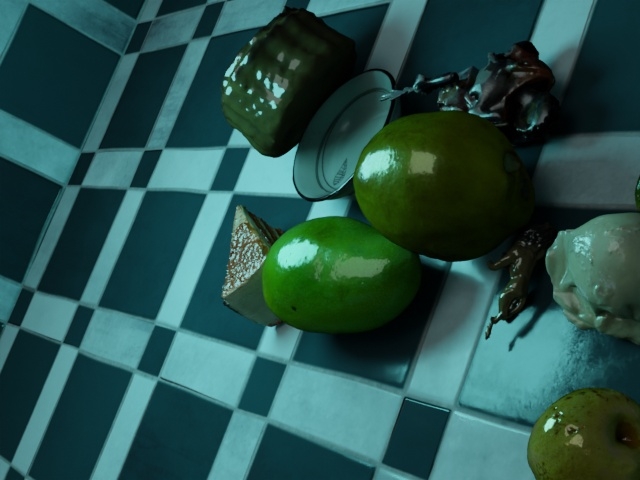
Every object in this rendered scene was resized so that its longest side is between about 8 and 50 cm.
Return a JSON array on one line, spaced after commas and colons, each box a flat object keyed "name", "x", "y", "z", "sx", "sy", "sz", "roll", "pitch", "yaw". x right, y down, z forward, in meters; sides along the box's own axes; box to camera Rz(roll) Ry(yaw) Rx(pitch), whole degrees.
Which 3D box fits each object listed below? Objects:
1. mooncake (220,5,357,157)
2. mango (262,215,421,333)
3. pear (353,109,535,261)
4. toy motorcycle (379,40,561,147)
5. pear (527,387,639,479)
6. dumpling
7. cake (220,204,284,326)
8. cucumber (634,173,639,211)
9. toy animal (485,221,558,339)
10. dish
[{"name": "mooncake", "x": -0.077, "y": -0.349, "z": 2.258, "sx": 0.324, "sy": 0.187, "sz": 0.324, "roll": -51, "pitch": -7, "yaw": -8}, {"name": "mango", "x": 0.042, "y": 0.061, "z": 1.927, "sx": 0.382, "sy": 0.201, "sz": 0.225, "roll": -8, "pitch": 54, "yaw": 48}, {"name": "pear", "x": 0.208, "y": -0.092, "z": 1.751, "sx": 0.321, "sy": 0.269, "sz": 0.269, "roll": 12, "pitch": 76, "yaw": 32}, {"name": "toy motorcycle", "x": 0.280, "y": -0.260, "z": 1.895, "sx": 0.401, "sy": 0.134, "sz": 0.207, "roll": -7, "pitch": 61, "yaw": 50}, {"name": "pear", "x": 0.361, "y": 0.285, "z": 1.384, "sx": 0.178, "sy": 0.178, "sz": 0.178, "roll": -33, "pitch": 43, "yaw": 37}, {"name": "dumpling", "x": 0.435, "y": 0.056, "z": 1.466, "sx": 0.258, "sy": 0.147, "sz": 0.193, "roll": -9, "pitch": 91, "yaw": 45}, {"name": "cake", "x": -0.100, "y": 0.025, "z": 2.187, "sx": 0.160, "sy": 0.158, "sz": 0.262, "roll": -27, "pitch": 46, "yaw": 36}, {"name": "cucumber", "x": 0.512, "y": -0.123, "z": 1.566, "sx": 0.039, "sy": 0.039, "sz": 0.167, "roll": 13, "pitch": 80, "yaw": 56}, {"name": "toy animal", "x": 0.309, "y": 0.059, "z": 1.683, "sx": 0.086, "sy": 0.069, "sz": 0.219, "roll": 24, "pitch": 88, "yaw": 37}, {"name": "dish", "x": 0.079, "y": -0.201, "z": 2.153, "sx": 0.316, "sy": 0.106, "sz": 0.316, "roll": -36, "pitch": 38, "yaw": 34}]
